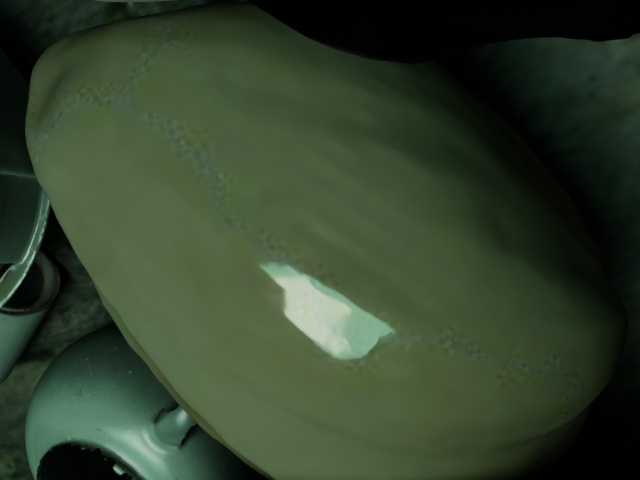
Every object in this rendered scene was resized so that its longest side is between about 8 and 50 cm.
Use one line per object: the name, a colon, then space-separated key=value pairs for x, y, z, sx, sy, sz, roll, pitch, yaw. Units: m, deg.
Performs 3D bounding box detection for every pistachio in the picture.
pistachio: x=0.000 y=0.000 z=0.497 sx=0.332 sy=0.208 sz=0.226 roll=38 pitch=87 yaw=-2

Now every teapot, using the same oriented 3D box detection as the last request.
teapot: x=-0.127 y=0.156 z=0.701 sx=0.193 sy=0.129 sz=0.294 roll=43 pitch=128 yaw=1

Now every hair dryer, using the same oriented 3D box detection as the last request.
hair dryer: x=-0.319 y=0.005 z=0.764 sx=0.236 sy=0.073 sz=0.131 roll=44 pitch=129 yaw=4

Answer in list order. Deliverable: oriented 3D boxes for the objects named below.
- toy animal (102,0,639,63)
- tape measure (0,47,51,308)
toy animal: x=-0.021 y=-0.190 z=0.383 sx=0.310 sy=0.251 sz=0.251 roll=9 pitch=120 yaw=29
tape measure: x=-0.295 y=-0.037 z=0.651 sx=0.246 sy=0.125 sz=0.243 roll=-31 pitch=80 yaw=17
